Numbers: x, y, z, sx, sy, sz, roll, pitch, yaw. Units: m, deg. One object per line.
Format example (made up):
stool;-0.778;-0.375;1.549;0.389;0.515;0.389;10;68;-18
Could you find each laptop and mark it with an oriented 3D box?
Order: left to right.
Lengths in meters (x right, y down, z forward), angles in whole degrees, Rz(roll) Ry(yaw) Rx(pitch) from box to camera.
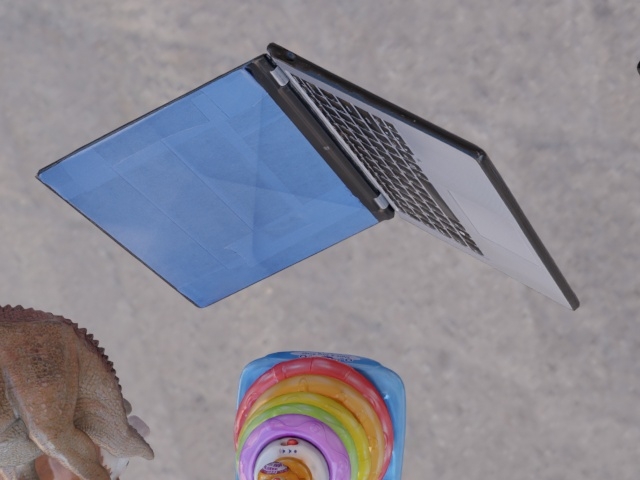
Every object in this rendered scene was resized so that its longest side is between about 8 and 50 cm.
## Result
laptop;0.000;0.000;1.545;0.408;0.236;0.382;30;172;31

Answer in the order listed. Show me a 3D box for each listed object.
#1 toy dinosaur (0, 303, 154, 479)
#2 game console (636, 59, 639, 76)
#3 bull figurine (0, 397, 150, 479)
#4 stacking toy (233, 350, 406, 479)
toy dinosaur;-0.220;0.083;0.934;0.127;0.296;0.200;-24;66;55
game console;0.481;-0.269;1.541;0.044;0.361;0.213;53;-169;11
bull figurine;-0.294;0.194;1.488;0.188;0.310;0.101;-60;42;40
stacking toy;-0.022;0.210;1.403;0.175;0.302;0.166;4;97;9
